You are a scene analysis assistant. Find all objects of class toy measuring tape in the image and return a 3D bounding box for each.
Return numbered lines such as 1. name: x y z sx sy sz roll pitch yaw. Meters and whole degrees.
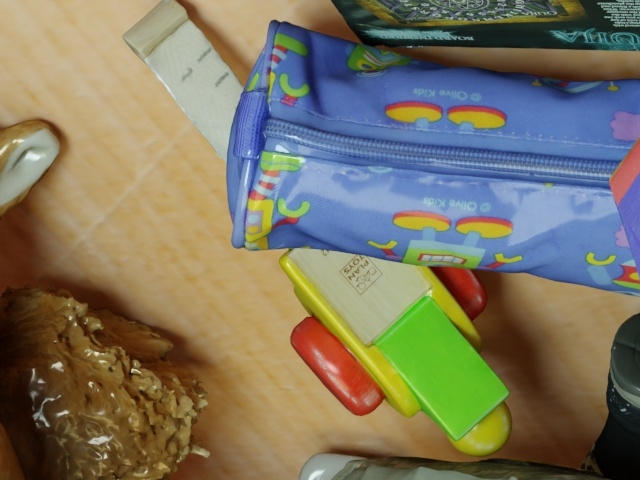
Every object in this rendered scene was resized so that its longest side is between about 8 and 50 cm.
1. toy measuring tape: 0.000 0.000 0.837 0.330 0.121 0.121 50 134 -9

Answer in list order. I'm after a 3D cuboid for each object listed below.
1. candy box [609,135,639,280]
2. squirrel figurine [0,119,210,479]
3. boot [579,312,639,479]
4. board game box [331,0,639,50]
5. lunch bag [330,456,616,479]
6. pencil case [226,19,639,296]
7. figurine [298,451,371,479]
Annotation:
1. candy box: 0.321 -0.033 0.557 0.317 0.122 0.268 25 116 -17
2. squirrel figurine: -0.256 0.104 0.892 0.281 0.370 0.397 -7 162 27
3. boot: 0.283 0.127 0.876 0.236 0.085 0.178 11 146 5
4. board game box: 0.093 -0.122 0.660 0.186 0.026 0.126 4 168 17
5. lunch bag: 0.154 0.230 0.863 0.287 0.169 0.235 48 157 -17
6. pencil case: 0.104 -0.036 0.698 0.306 0.119 0.133 7 174 4
7. figurine: 0.063 0.282 1.021 0.215 0.209 0.092 16 155 4
